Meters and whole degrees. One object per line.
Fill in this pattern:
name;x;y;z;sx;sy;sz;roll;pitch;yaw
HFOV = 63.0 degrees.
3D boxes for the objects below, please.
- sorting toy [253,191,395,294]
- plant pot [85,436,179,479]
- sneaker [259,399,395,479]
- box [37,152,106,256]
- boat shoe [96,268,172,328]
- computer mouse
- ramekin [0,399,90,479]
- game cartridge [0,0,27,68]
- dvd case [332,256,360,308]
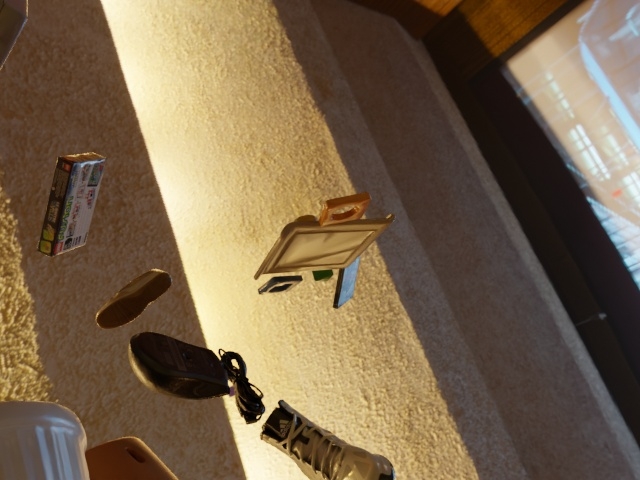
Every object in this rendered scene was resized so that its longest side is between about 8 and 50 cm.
sorting toy;0.000;0.000;0.837;0.195;0.348;0.047;-7;-113;-26
plant pot;-0.317;0.442;0.785;0.290;0.291;0.203;-10;-129;-48
sneaker;-0.019;0.515;1.236;0.257;0.447;0.169;34;-108;-10
box;-0.514;-0.076;1.083;0.036;0.207;0.114;23;-164;5
boat shoe;-0.393;0.119;1.092;0.170;0.059;0.063;-36;-54;-26
computer mouse;-0.240;0.252;0.963;0.272;0.072;0.188;30;-169;-35
ramekin;-0.324;0.269;0.445;0.272;0.273;0.127;-7;-130;-47
game cartridge;-0.431;-0.174;0.596;0.062;0.297;0.198;30;-159;-39
dvd case;0.054;0.068;1.034;0.013;0.120;0.087;16;-164;21
